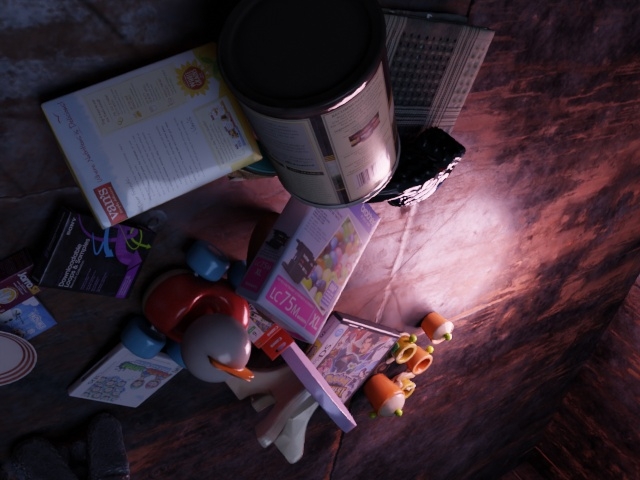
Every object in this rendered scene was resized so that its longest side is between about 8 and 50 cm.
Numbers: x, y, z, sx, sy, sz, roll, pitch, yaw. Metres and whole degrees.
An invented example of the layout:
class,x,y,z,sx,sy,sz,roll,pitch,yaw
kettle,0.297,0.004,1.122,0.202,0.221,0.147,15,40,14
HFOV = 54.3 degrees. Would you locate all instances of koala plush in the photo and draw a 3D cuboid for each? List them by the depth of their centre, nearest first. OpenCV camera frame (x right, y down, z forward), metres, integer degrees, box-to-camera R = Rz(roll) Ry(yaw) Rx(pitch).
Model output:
class,x,y,z,sx,sy,sz,roll,pitch,yaw
koala plush,-0.448,0.475,1.153,0.196,0.203,0.221,-12,143,-34

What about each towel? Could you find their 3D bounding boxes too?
class,x,y,z,sx,sy,sz,roll,pitch,yaw
towel,0.140,-0.251,1.114,0.312,0.056,0.324,-6,130,-35

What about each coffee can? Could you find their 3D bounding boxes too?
class,x,y,z,sx,sy,sz,roll,pitch,yaw
coffee can,-0.001,-0.187,0.847,0.202,0.201,0.275,-40,157,-6

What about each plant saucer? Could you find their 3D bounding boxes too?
class,x,y,z,sx,sy,sz,roll,pitch,yaw
plant saucer,-0.065,0.048,1.105,0.199,0.036,0.198,-1,90,-65

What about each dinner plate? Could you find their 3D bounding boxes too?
class,x,y,z,sx,sy,sz,roll,pitch,yaw
dinner plate,-0.499,0.173,0.929,0.141,0.017,0.141,-11,138,-10

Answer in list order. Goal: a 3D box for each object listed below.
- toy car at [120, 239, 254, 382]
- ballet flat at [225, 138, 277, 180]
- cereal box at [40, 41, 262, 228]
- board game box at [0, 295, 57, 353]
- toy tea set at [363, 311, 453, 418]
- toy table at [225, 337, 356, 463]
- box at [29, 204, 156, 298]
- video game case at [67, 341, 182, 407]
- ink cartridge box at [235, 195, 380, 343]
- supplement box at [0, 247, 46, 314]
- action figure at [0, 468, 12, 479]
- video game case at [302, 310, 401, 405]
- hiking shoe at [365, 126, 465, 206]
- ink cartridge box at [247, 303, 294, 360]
class,x,y,z,sx,sy,sz,roll,pitch,yaw
toy car,-0.174,0.165,1.052,0.219,0.238,0.210,-49,142,7
ballet flat,-0.147,-0.126,0.964,0.206,0.073,0.067,9,147,-42
cereal box,-0.217,-0.141,0.830,0.240,0.047,0.172,-26,108,-19
board game box,-0.459,0.118,0.934,0.090,0.020,0.090,-32,141,-15
toy tea set,0.251,0.352,1.689,0.200,0.124,0.335,-2,126,-40
toy table,-0.069,0.330,1.309,0.161,0.274,0.252,-37,179,-3
box,-0.329,0.022,0.917,0.162,0.029,0.116,19,97,-55
video game case,-0.347,0.247,1.131,0.143,0.019,0.157,-40,143,13
ink cartridge box,0.000,0.000,1.054,0.186,0.065,0.311,46,65,-49
supplement box,-0.436,0.059,0.881,0.083,0.043,0.055,-32,139,-16
action figure,-0.598,0.448,1.022,0.164,0.140,0.276,15,129,-45
video game case,0.048,0.299,1.534,0.248,0.035,0.275,-53,141,11
hiking shoe,0.145,-0.100,1.087,0.304,0.113,0.132,-22,146,-44
ink cartridge box,-0.111,0.176,1.224,0.063,0.115,0.029,-42,180,-3
